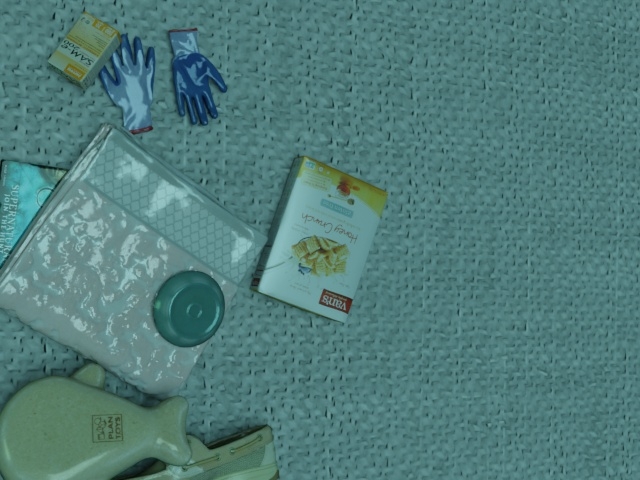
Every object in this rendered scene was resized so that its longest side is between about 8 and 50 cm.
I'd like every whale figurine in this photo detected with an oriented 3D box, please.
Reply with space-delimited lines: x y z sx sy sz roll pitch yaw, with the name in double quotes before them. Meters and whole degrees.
"whale figurine" -0.326 0.288 1.287 0.271 0.141 0.216 -2 65 -19

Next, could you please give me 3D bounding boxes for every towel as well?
"towel" -0.275 0.039 1.349 0.331 0.053 0.317 37 75 -27

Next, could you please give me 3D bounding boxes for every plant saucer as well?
"plant saucer" -0.195 0.106 1.360 0.119 0.021 0.119 -4 98 -33

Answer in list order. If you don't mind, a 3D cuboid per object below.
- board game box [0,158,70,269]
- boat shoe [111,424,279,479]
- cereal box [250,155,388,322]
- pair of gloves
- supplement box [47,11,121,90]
"board game box" -0.418 -0.018 1.317 0.126 0.026 0.186 7 87 -24
"boat shoe" -0.207 0.347 1.377 0.302 0.109 0.098 -4 85 -28
"cereal box" 0.000 0.000 1.498 0.173 0.047 0.240 21 81 -23
"pair of gloves" -0.245 -0.251 1.399 0.198 0.023 0.159 -13 98 -23
"supplement box" -0.351 -0.283 1.330 0.062 0.036 0.098 31 76 3
